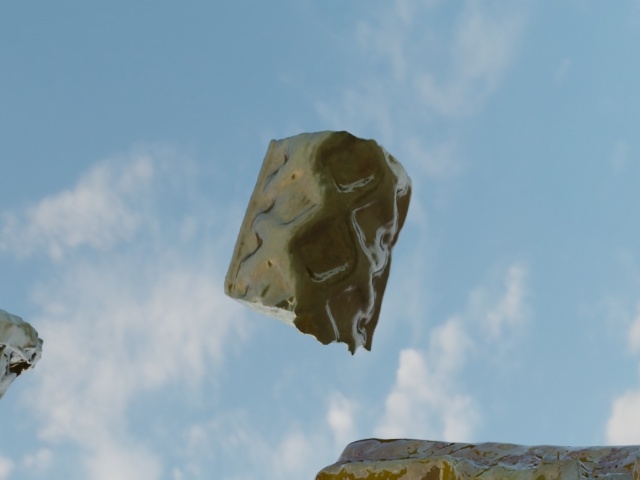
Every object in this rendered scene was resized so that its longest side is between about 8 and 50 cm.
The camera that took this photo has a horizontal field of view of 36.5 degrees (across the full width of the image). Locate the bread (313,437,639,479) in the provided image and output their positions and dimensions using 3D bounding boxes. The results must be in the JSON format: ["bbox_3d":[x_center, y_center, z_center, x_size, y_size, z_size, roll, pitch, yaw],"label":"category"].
[{"bbox_3d":[0.094,0.141,0.413,0.077,0.271,0.139,-35,-80,-31],"label":"bread"}]

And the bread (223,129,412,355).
[{"bbox_3d":[0.002,0.001,1.229,0.196,0.238,0.252,21,-97,-31],"label":"bread"}]

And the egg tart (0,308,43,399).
[{"bbox_3d":[-0.353,0.121,0.638,0.345,0.345,0.132,2,-106,-34],"label":"egg tart"}]
